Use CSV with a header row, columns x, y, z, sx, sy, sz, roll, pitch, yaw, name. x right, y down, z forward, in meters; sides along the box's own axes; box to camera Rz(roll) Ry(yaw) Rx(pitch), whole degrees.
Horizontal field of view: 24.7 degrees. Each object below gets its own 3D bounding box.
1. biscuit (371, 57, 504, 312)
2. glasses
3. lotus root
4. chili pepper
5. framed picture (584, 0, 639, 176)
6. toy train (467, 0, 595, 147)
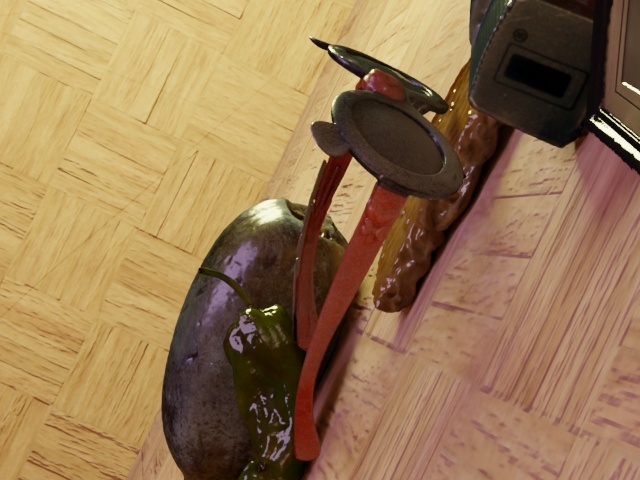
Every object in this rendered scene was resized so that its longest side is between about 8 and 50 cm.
x,y,z,sx,sy,sz,roll,pitch,yaw,name
0.096,-0.057,1.104,0.144,0.033,0.224,-89,23,-71,biscuit
0.000,0.000,1.058,0.234,0.118,0.268,-95,29,-64,glasses
-0.076,0.115,1.347,0.158,0.140,0.322,-99,33,-78,lotus root
-0.043,0.108,1.212,0.072,0.073,0.204,-34,57,47,chili pepper
0.152,-0.121,0.635,0.195,0.010,0.199,-110,20,-69,framed picture
0.148,-0.190,1.001,0.409,0.089,0.086,-78,10,-62,toy train
